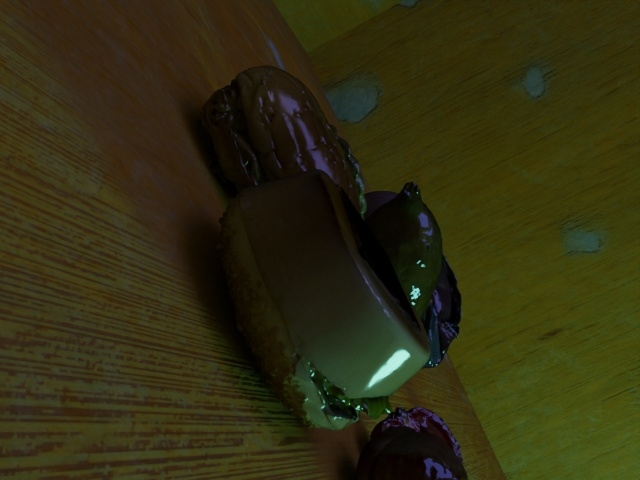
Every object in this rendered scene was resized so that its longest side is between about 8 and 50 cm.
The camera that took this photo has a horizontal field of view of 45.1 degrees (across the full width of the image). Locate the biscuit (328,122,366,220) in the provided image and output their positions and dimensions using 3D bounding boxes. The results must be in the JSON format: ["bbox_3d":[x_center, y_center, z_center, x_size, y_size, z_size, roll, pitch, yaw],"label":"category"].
[{"bbox_3d":[0.002,-0.121,1.313,0.273,0.036,0.187,60,-33,7],"label":"biscuit"}]

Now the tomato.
[{"bbox_3d":[0.124,0.321,1.119,0.159,0.091,0.139,-5,56,-51],"label":"tomato"}]

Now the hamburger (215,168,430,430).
[{"bbox_3d":[-0.005,0.064,0.865,0.302,0.170,0.302,57,9,-14],"label":"hamburger"}]

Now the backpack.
[{"bbox_3d":[0.168,0.082,1.536,0.283,0.197,0.317,-141,-135,-90],"label":"backpack"}]

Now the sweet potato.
[{"bbox_3d":[0.084,0.070,1.081,0.158,0.369,0.157,19,37,-15],"label":"sweet potato"}]

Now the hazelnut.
[{"bbox_3d":[0.108,0.306,0.948,0.143,0.143,0.154,62,-7,-7],"label":"hazelnut"}]

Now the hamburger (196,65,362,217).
[{"bbox_3d":[-0.048,-0.108,1.135,0.318,0.158,0.318,59,12,-20],"label":"hamburger"}]

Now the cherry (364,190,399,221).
[{"bbox_3d":[0.157,0.011,1.765,0.239,0.206,0.239,60,-8,14],"label":"cherry"}]
